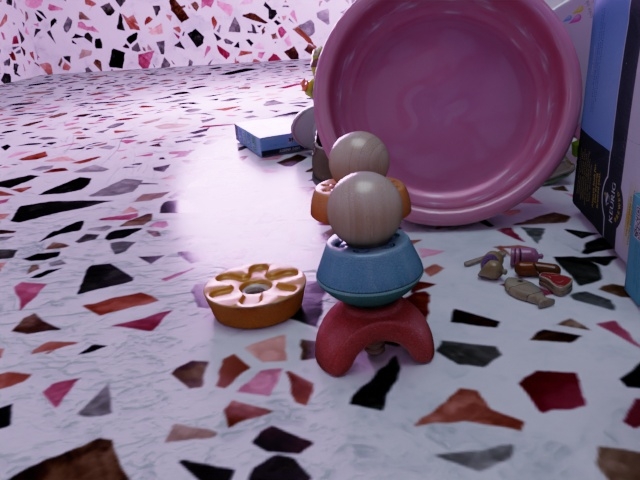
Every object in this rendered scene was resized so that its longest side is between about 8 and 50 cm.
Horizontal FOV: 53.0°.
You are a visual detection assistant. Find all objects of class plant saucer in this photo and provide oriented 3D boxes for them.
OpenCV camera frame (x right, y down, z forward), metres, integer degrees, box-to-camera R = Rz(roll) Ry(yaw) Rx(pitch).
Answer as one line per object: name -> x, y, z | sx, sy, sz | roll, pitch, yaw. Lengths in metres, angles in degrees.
plant saucer -> 0.158, -0.182, 0.832 | 0.331, 0.333, 0.084 | -2, -3, 8

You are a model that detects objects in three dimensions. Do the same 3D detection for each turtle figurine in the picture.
turtle figurine -> 0.032, -0.283, 1.268 | 0.217, 0.270, 0.087 | 33, 70, 34

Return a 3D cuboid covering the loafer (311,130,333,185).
loafer -> 0.052, -0.194, 1.020 | 0.094, 0.087, 0.251 | 9, 55, 17

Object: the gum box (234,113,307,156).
gum box -> -0.076, -0.219, 1.310 | 0.156, 0.041, 0.184 | -12, 22, -19

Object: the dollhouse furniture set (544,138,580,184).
dollhouse furniture set -> 0.386, -0.106, 0.953 | 0.151, 0.059, 0.076 | -21, 27, 11

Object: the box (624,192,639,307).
box -> 0.403, 0.007, 0.557 | 0.244, 0.101, 0.060 | -2, 20, 6

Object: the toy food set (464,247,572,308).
toy food set -> 0.206, 0.029, 0.652 | 0.077, 0.019, 0.122 | -15, 24, -25

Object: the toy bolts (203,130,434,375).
toy bolts -> 0.000, 0.000, 0.577 | 0.218, 0.159, 0.228 | -9, 22, -12

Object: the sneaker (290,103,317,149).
sneaker -> 0.053, -0.196, 1.143 | 0.252, 0.103, 0.111 | 5, 22, 25

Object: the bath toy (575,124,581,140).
bath toy -> 0.484, -0.210, 1.064 | 0.348, 0.129, 0.151 | 15, 65, 50

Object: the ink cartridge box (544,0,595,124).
ink cartridge box -> 0.298, -0.247, 0.969 | 0.353, 0.207, 0.119 | -31, 38, 8

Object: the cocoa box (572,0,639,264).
cocoa box -> 0.414, -0.163, 0.646 | 0.231, 0.348, 0.228 | -1, 22, 4
